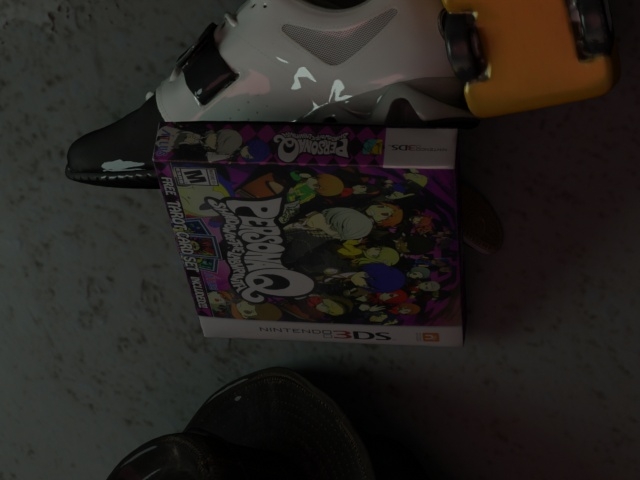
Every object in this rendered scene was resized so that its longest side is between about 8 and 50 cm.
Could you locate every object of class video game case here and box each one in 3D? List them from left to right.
[{"bbox_3d":[0.000,0.000,1.176,0.210,0.041,0.232,2,145,7],"label":"video game case"}]

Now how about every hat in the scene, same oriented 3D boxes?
[{"bbox_3d":[-0.106,0.246,1.229,0.134,0.331,0.331,18,121,-38],"label":"hat"}]

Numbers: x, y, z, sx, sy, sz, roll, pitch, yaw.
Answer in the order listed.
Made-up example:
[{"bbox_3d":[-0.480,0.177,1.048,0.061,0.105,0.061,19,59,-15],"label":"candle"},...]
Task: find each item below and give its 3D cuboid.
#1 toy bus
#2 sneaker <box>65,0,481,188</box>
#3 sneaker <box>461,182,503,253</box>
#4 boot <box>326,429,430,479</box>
[{"bbox_3d":[0.121,-0.259,1.082,0.108,0.130,0.332,-10,105,19],"label":"toy bus"},{"bbox_3d":[-0.048,-0.122,1.200,0.331,0.122,0.146,-12,86,21],"label":"sneaker"},{"bbox_3d":[0.079,-0.021,1.224,0.118,0.042,0.067,36,141,-20],"label":"sneaker"},{"bbox_3d":[0.249,0.274,1.198,0.445,0.146,0.367,-15,68,10],"label":"boot"}]
